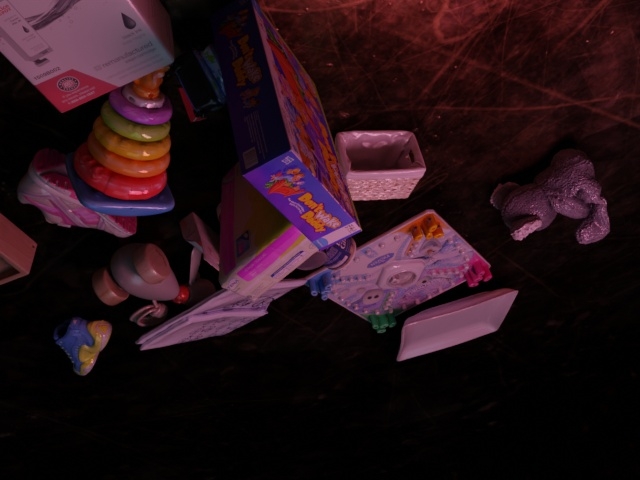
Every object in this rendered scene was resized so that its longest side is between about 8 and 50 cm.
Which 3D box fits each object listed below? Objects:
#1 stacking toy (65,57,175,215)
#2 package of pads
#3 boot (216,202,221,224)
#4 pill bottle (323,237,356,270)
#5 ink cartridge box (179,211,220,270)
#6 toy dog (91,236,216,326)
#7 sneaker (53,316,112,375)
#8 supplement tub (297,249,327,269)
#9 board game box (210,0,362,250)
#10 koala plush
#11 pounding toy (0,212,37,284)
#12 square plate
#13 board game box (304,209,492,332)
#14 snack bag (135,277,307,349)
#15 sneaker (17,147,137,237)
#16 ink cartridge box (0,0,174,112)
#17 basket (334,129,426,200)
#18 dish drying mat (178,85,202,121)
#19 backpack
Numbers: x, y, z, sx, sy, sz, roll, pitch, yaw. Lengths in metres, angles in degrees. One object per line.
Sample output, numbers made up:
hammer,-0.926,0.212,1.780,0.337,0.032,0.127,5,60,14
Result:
stacking toy,-0.310,-0.202,1.152,0.175,0.165,0.301,0,133,-35
package of pads,-0.086,-0.071,1.265,0.101,0.296,0.229,27,128,-33
boot,-0.141,0.039,1.506,0.089,0.176,0.244,-25,145,11
pill bottle,0.000,0.000,1.572,0.094,0.094,0.169,-32,142,23
ink cartridge box,-0.225,0.037,1.445,0.045,0.179,0.145,-37,128,10
toy dog,-0.365,0.060,1.518,0.220,0.160,0.333,-17,160,-2
sneaker,-0.618,0.257,1.739,0.126,0.091,0.240,25,133,-18
supplement tub,-0.040,-0.037,1.414,0.106,0.197,0.106,-10,146,-7
board game box,-0.056,-0.186,1.071,0.078,0.346,0.233,-26,144,15
koala plush,0.512,-0.092,1.564,0.222,0.196,0.203,-20,133,9
pounding toy,-0.701,0.001,1.334,0.181,0.094,0.206,-19,136,16
square plate,0.395,0.249,2.059,0.348,0.049,0.344,-17,153,-5
board game box,0.218,0.103,1.833,0.390,0.050,0.390,-30,142,21
snack bag,-0.228,0.176,1.682,0.343,0.037,0.323,-31,164,27
sneaker,-0.464,-0.075,1.309,0.111,0.102,0.252,-28,137,25
ink cartridge box,-0.364,-0.339,0.945,0.207,0.117,0.283,-21,145,10
basket,0.111,-0.149,1.389,0.167,0.113,0.103,-4,146,-14
dish drying mat,-0.227,-0.245,1.223,0.032,0.008,0.083,-12,145,-2
backpack,-0.178,-0.266,1.112,0.084,0.114,0.105,-25,105,12
